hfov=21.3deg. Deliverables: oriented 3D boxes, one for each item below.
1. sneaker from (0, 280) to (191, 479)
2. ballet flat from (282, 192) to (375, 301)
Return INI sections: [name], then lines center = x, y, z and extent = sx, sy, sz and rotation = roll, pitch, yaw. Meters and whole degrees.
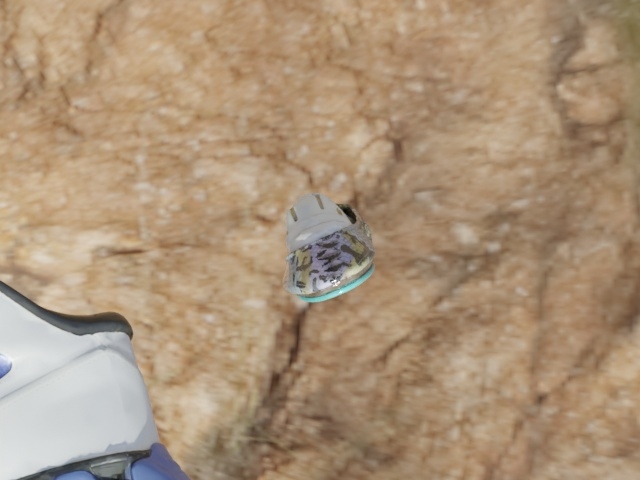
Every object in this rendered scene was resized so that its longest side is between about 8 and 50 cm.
[sneaker]
center = -0.217, 0.095, 0.798
extent = 0.315, 0.127, 0.182
rotation = -11, 70, -7
[ballet flat]
center = 0.000, 0.000, 0.694
extent = 0.041, 0.114, 0.041
rotation = 0, 95, 2
